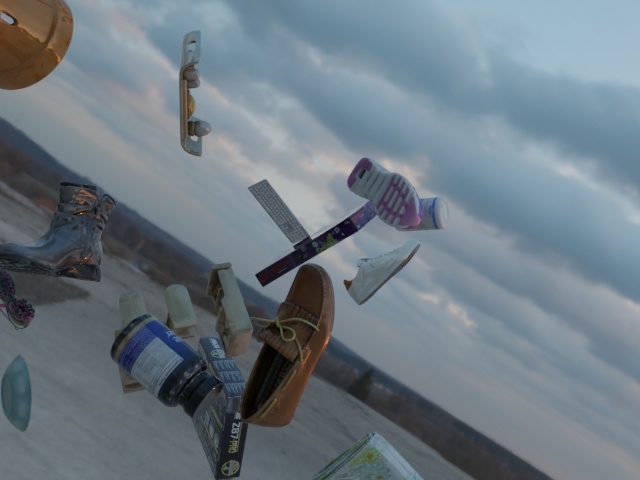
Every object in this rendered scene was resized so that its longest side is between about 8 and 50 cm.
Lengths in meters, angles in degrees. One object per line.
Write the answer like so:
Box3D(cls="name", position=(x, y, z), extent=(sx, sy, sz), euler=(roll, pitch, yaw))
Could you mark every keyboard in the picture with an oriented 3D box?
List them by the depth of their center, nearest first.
Box3D(cls="keyboard", position=(-0.132, -0.090, 2.127), extent=(0.256, 0.072, 0.014), euler=(53, 22, -29))

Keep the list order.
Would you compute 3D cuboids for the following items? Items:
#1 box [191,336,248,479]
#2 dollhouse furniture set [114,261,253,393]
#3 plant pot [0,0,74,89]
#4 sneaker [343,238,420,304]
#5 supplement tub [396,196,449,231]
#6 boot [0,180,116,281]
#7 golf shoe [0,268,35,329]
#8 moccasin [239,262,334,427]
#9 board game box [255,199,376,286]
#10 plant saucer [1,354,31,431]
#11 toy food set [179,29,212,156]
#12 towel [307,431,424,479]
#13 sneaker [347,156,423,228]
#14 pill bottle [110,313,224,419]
Box3D(cls="box", position=(-0.350, 0.558, 2.261), extent=(0.097, 0.318, 0.395), euler=(1, 20, -25))
Box3D(cls="dollhouse furniture set", position=(-0.442, 0.245, 2.057), extent=(0.362, 0.394, 0.256), euler=(111, -37, -49))
Box3D(cls="plant pot", position=(-0.783, -0.542, 1.602), extent=(0.291, 0.291, 0.203), euler=(30, -5, 22))
Box3D(cls="sneaker", position=(0.195, 0.076, 2.195), extent=(0.123, 0.290, 0.106), euler=(49, 2, 16))
Box3D(cls="supplement tub", position=(0.216, -0.056, 1.420), extent=(0.107, 0.071, 0.071), euler=(-4, -26, 28))
Box3D(cls="boot", position=(-0.589, -0.030, 1.479), extent=(0.118, 0.223, 0.338), euler=(7, -5, 10))
Box3D(cls="golf shoe", position=(-0.836, 0.156, 1.754), extent=(0.186, 0.086, 0.067), euler=(53, 35, 8))
Box3D(cls="moccasin", position=(-0.082, 0.229, 1.475), extent=(0.139, 0.380, 0.147), euler=(30, 7, 41))
Box3D(cls="board game box", position=(0.000, 0.000, 1.769), extent=(0.056, 0.347, 0.208), euler=(59, 33, 0))
Box3D(cls="plant saucer", position=(-0.778, 0.389, 1.682), extent=(0.037, 0.195, 0.195), euler=(0, 16, -40))
Box3D(cls="toy food set", position=(-0.363, -0.431, 1.941), extent=(0.092, 0.306, 0.220), euler=(1, 40, -11))
Box3D(cls="towel", position=(0.145, 0.746, 1.832), extent=(0.374, 0.320, 0.090), euler=(47, 13, -7))
Box3D(cls="sneaker", position=(0.152, -0.090, 1.360), extent=(0.104, 0.095, 0.236), euler=(26, 14, -35))
Box3D(cls="pill bottle", position=(-0.308, 0.258, 1.348), extent=(0.219, 0.123, 0.123), euler=(36, -6, 13))
